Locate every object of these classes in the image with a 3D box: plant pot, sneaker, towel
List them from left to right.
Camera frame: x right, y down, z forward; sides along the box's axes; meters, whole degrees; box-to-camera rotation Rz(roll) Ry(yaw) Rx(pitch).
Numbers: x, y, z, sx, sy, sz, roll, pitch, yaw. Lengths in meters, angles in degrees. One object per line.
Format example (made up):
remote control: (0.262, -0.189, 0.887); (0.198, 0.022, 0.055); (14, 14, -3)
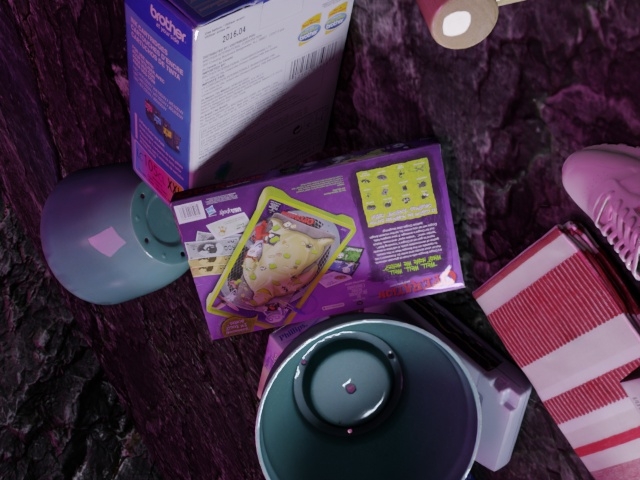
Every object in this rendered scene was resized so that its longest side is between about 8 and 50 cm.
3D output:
plant pot: (-0.369, -0.026, 1.725); (0.235, 0.293, 0.293); (-10, 106, 44)
plant pot: (0.051, 0.227, 1.194); (0.196, 0.293, 0.293); (-129, 18, -79)
towel: (0.326, 0.155, 1.013); (0.329, 0.037, 0.237); (58, 153, 12)
sneaker: (0.316, -0.012, 0.828); (0.235, 0.094, 0.090); (42, 147, 34)

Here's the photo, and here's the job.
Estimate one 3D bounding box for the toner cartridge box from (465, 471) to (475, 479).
toner cartridge box: (0.196, 0.477, 1.359); (0.165, 0.075, 0.348); (-28, 90, 22)

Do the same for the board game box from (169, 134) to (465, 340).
board game box: (0.000, 0.000, 1.124); (0.056, 0.346, 0.208); (-93, -9, -71)

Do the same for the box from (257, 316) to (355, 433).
box: (0.013, 0.282, 1.529); (0.243, 0.117, 0.213); (46, 147, 25)

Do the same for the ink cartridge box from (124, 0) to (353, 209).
ink cartridge box: (-0.103, -0.247, 1.117); (0.151, 0.270, 0.395); (43, 146, 22)

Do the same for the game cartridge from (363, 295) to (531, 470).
game cartridge: (0.173, 0.191, 1.266); (0.294, 0.060, 0.196); (41, 141, 34)

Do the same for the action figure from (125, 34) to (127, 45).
action figure: (-0.239, -0.275, 1.447); (0.276, 0.141, 0.164); (51, 138, 22)

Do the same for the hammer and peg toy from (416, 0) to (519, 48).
hammer and peg toy: (0.179, -0.334, 0.640); (0.361, 0.266, 0.127); (97, 158, -46)

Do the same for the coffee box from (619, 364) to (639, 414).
coffee box: (0.440, 0.213, 0.791); (0.297, 0.119, 0.168); (59, 152, 5)
